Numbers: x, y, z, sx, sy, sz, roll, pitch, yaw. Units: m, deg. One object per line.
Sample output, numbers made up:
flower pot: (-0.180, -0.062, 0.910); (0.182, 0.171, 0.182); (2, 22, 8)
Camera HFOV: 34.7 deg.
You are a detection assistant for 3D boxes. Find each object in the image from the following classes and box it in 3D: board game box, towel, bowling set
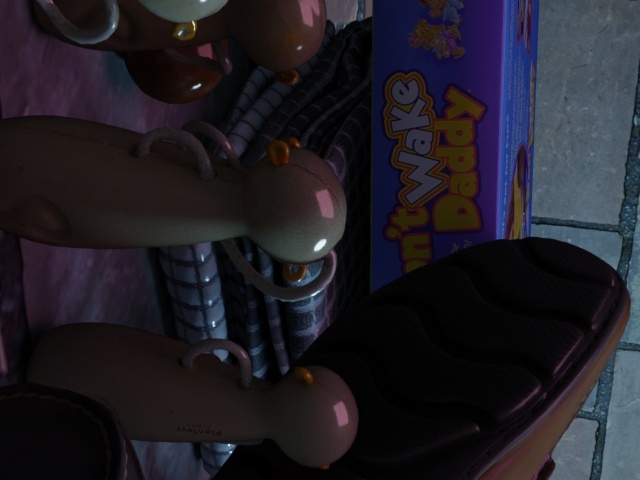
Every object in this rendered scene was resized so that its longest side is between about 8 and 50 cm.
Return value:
board game box: (0.099, -0.048, 0.707); (0.233, 0.078, 0.347); (-34, 126, -70)
towel: (0.000, 0.000, 0.723); (0.283, 0.121, 0.235); (-66, 156, -50)
bowling set: (-0.046, -0.060, 0.444); (0.199, 0.154, 0.287); (-69, 160, -44)

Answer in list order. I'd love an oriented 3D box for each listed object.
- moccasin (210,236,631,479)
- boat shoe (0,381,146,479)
moccasin: (0.030, 0.148, 0.518); (0.380, 0.139, 0.147); (-51, 141, -23)
boat shoe: (-0.135, 0.124, 0.228); (0.355, 0.132, 0.130); (-59, 152, -61)
